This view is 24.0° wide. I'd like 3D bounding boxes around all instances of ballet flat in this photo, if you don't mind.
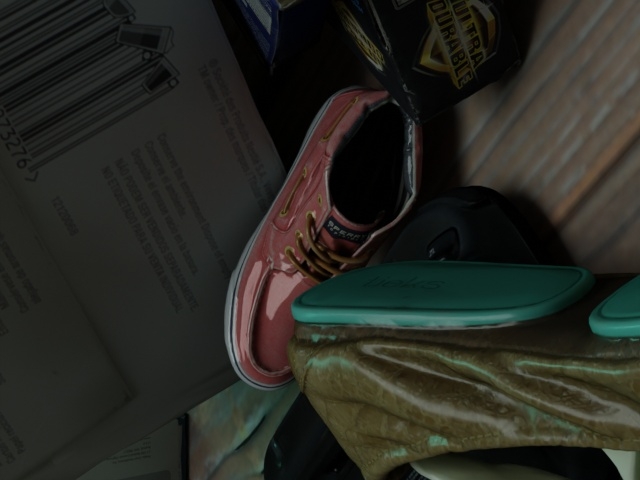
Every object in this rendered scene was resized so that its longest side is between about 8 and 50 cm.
[{"bbox_3d":[0.123,0.063,0.595,0.342,0.116,0.124,-9,104,44],"label":"ballet flat"}]

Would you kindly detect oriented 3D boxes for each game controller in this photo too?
[{"bbox_3d":[0.055,0.117,0.815,0.166,0.067,0.319,53,142,20],"label":"game controller"}]

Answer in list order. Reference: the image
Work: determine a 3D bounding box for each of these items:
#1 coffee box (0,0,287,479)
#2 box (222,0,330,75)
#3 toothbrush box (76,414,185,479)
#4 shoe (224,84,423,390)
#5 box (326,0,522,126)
[{"bbox_3d":[-0.249,-0.064,0.902,0.334,0.338,0.338,44,161,49],"label":"coffee box"},{"bbox_3d":[-0.045,-0.159,0.741,0.136,0.036,0.225,58,176,-1],"label":"box"},{"bbox_3d":[-0.266,0.168,1.224,0.295,0.216,0.126,25,117,56],"label":"toothbrush box"},{"bbox_3d":[0.000,0.000,0.801,0.081,0.063,0.178,-159,92,-78],"label":"shoe"},{"bbox_3d":[-0.033,-0.242,0.719,0.295,0.073,0.293,56,177,42],"label":"box"}]
